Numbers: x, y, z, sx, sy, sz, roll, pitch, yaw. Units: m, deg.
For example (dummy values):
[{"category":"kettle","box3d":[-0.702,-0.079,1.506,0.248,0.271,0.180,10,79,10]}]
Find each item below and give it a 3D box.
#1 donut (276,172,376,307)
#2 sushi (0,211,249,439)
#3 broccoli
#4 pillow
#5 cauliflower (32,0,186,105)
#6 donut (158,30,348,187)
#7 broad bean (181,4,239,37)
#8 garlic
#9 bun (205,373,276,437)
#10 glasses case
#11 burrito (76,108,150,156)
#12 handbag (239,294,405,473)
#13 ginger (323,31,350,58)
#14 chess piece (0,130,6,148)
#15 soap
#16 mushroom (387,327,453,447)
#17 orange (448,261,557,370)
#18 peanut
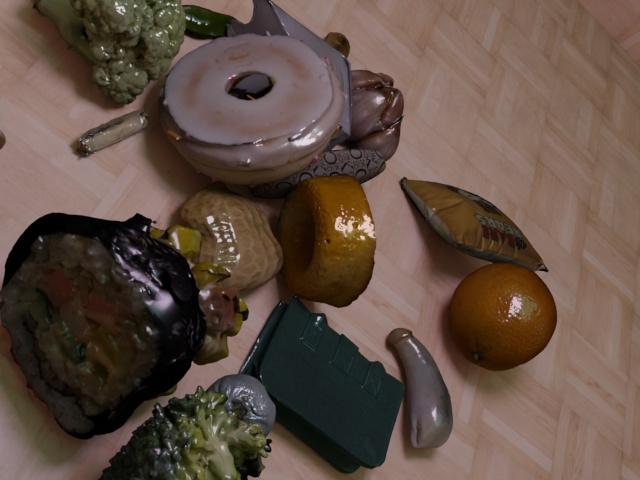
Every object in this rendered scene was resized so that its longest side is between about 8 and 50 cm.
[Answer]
[{"category":"donut","box3d":[-0.001,-0.002,1.650,0.109,0.277,0.277,3,65,-29]},{"category":"sushi","box3d":[-0.309,0.105,1.307,0.328,0.328,0.285,46,30,8]},{"category":"broccoli","box3d":[-0.179,0.385,1.198,0.281,0.348,0.293,42,73,-7]},{"category":"pillow","box3d":[0.382,-0.041,2.040,0.310,0.119,0.312,18,24,-35]},{"category":"cauliflower","box3d":[-0.395,-0.419,1.550,0.281,0.260,0.326,-2,106,-22]},{"category":"donut","box3d":[-0.139,-0.265,1.659,0.383,0.142,0.382,0,54,0]},{"category":"broad bean","box3d":[-0.294,-0.505,1.817,0.318,0.056,0.098,19,56,-30]},{"category":"garlic","box3d":[0.105,-0.302,1.964,0.160,0.191,0.213,8,68,-25]},{"category":"bun","box3d":[-0.150,0.307,1.441,0.141,0.083,0.140,1,85,-6]},{"category":"glasses case","box3d":[-0.002,-0.148,1.809,0.355,0.137,0.085,-11,81,-42]},{"category":"burrito","box3d":[-0.401,-0.212,1.579,0.185,0.041,0.045,-35,133,-46]},{"category":"handbag","box3d":[0.009,0.288,1.617,0.326,0.089,0.238,41,47,-14]},{"category":"ginger","box3d":[0.017,-0.468,2.050,0.095,0.068,0.190,32,47,6]},{"category":"chess piece","box3d":[-0.612,-0.222,1.373,0.094,0.094,0.170,-23,79,-45]},{"category":"soap","box3d":[-0.072,-0.349,1.823,0.302,0.159,0.257,26,55,-38]},{"category":"mushroom","box3d":[0.219,0.317,1.778,0.118,0.103,0.270,17,46,-40]},{"category":"orange","box3d":[0.423,0.182,1.910,0.264,0.264,0.264,20,56,-32]},{"category":"peanut","box3d":[-0.178,-0.010,1.606,0.197,0.110,0.232,-14,78,-44]}]
